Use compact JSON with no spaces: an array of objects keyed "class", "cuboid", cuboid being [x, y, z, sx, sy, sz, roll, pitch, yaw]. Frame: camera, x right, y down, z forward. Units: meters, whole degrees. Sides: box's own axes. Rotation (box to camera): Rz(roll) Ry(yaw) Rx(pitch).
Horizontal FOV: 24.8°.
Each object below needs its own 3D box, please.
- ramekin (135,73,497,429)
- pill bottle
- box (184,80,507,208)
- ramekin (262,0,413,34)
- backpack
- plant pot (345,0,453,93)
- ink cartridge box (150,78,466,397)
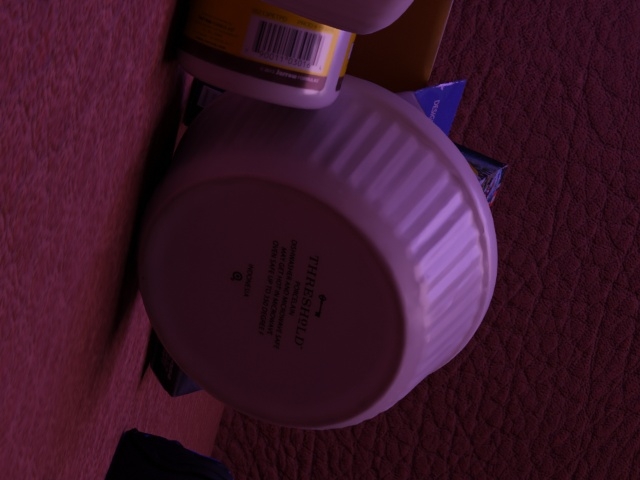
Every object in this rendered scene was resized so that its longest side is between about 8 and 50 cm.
[{"class":"ramekin","cuboid":[-0.014,0.018,1.084,0.127,0.273,0.272,-49,160,-53]},{"class":"pill bottle","cuboid":[-0.017,-0.204,0.974,0.117,0.117,0.215,-72,178,-77]},{"class":"box","cuboid":[0.025,-0.078,1.196,0.044,0.233,0.159,-70,165,16]},{"class":"ramekin","cuboid":[0.015,-0.217,0.573,0.277,0.135,0.277,-156,-90,-83]},{"class":"backpack","cuboid":[-0.146,0.249,1.401,0.101,0.120,0.098,106,0,-53]},{"class":"plant pot","cuboid":[0.039,-0.256,1.494,0.212,0.187,0.212,-74,180,-60]},{"class":"ink cartridge box","cuboid":[0.000,0.000,1.420,0.072,0.307,0.303,51,-40,38]}]
